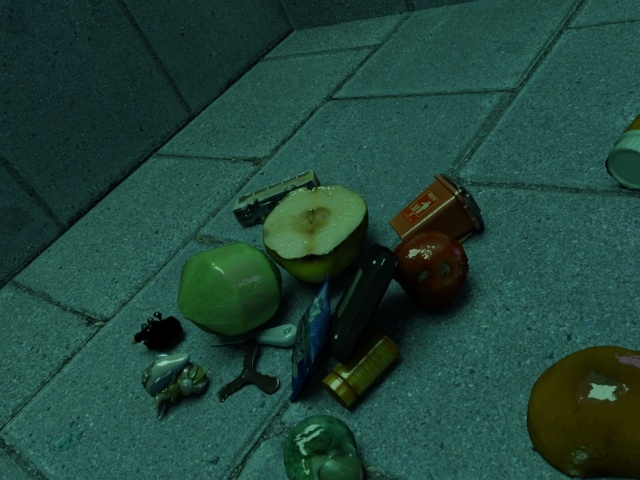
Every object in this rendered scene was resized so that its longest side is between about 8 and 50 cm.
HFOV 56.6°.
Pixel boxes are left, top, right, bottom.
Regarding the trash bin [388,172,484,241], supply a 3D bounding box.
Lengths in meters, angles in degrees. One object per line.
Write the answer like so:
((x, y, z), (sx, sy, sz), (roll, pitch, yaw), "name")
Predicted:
((0.340, -0.055, 1.740), (0.239, 0.184, 0.161), (-39, 34, 6), "trash bin")

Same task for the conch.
((0.013, 0.480, 1.309), (0.196, 0.134, 0.202), (28, 46, 4), "conch")

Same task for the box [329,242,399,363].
((0.103, 0.150, 1.519), (0.290, 0.073, 0.289), (-63, 3, 5), "box")

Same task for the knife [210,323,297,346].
((-0.200, 0.286, 1.794), (0.332, 0.044, 0.080), (-8, 35, 34), "knife")

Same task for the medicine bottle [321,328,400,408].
((0.102, 0.318, 1.477), (0.192, 0.096, 0.096), (-42, 36, -16), "medicine bottle")

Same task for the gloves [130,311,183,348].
((-0.546, 0.312, 1.972), (0.181, 0.106, 0.129), (-33, 19, 53), "gloves")

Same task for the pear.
((0.000, 0.000, 1.875), (0.341, 0.191, 0.386), (-10, 38, 14), "pear")

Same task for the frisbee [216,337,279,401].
((-0.219, 0.386, 1.678), (0.187, 0.012, 0.211), (-36, 44, 3), "frisbee")

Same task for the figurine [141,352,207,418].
((-0.427, 0.409, 1.715), (0.208, 0.184, 0.128), (-62, 24, 19), "figurine")

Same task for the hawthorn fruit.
((0.312, 0.053, 1.563), (0.243, 0.207, 0.207), (-41, 35, -7), "hawthorn fruit")

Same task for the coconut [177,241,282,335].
((-0.284, 0.154, 1.780), (0.329, 0.281, 0.328), (-1, 24, 1), "coconut")

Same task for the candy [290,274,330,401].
((-0.025, 0.262, 1.601), (0.077, 0.187, 0.331), (16, 46, -6), "candy")

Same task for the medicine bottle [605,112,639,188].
((0.922, -0.287, 1.610), (0.318, 0.158, 0.158), (-44, 37, -19), "medicine bottle")

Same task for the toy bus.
((-0.168, -0.165, 2.292), (0.343, 0.097, 0.138), (-19, 33, 14), "toy bus")

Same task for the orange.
((0.559, 0.327, 1.145), (0.310, 0.274, 0.274), (-40, 18, 48), "orange")
